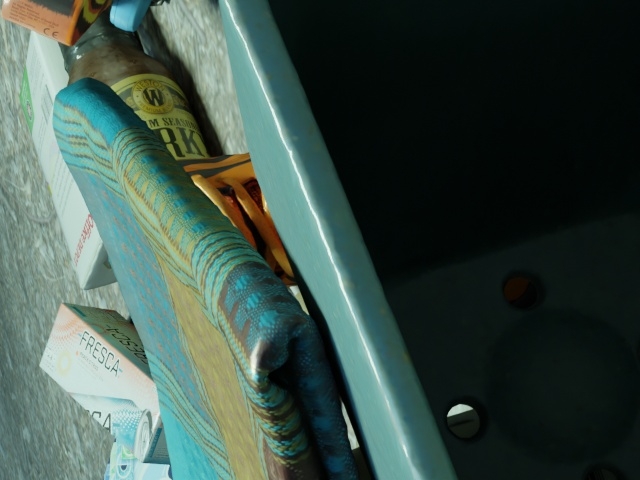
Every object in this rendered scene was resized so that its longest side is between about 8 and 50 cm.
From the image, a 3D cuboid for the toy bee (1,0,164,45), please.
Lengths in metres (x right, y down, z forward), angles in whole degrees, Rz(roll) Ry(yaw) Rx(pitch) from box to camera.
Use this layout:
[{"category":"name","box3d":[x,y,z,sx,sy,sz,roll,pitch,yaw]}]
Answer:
[{"category":"toy bee","box3d":[-0.164,-0.249,1.139,0.162,0.195,0.298,-68,23,17]}]

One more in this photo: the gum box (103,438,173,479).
[{"category":"gum box","box3d":[-0.102,0.183,1.244,0.184,0.041,0.157,25,102,47]}]

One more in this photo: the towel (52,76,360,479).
[{"category":"towel","box3d":[-0.041,0.087,0.678,0.370,0.040,0.271,-135,27,-65]}]

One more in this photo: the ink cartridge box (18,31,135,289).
[{"category":"ink cartridge box","box3d":[-0.202,-0.081,1.413,0.154,0.093,0.212,125,129,-63]}]

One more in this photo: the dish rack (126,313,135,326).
[{"category":"dish rack","box3d":[-0.131,0.217,1.415,0.208,0.074,0.271,59,144,37]}]

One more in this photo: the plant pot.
[{"category":"plant pot","box3d":[0.111,0.024,0.542,0.252,0.247,0.248,104,147,-69]}]

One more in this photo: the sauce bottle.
[{"category":"sauce bottle","box3d":[-0.151,-0.072,1.270,0.344,0.111,0.111,65,155,23]}]

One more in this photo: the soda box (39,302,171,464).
[{"category":"soda box","box3d":[-0.157,0.115,1.244,0.183,0.058,0.063,32,105,48]}]

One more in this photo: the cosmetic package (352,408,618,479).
[{"category":"cosmetic package","box3d":[0.058,0.164,0.845,0.309,0.160,0.113,136,118,-66]}]

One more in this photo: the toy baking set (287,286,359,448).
[{"category":"toy baking set","box3d":[-0.003,0.067,1.102,0.197,0.030,0.256,180,77,-68]}]

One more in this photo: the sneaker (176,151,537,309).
[{"category":"sneaker","box3d":[0.000,0.000,0.856,0.321,0.180,0.125,177,80,-68]}]
